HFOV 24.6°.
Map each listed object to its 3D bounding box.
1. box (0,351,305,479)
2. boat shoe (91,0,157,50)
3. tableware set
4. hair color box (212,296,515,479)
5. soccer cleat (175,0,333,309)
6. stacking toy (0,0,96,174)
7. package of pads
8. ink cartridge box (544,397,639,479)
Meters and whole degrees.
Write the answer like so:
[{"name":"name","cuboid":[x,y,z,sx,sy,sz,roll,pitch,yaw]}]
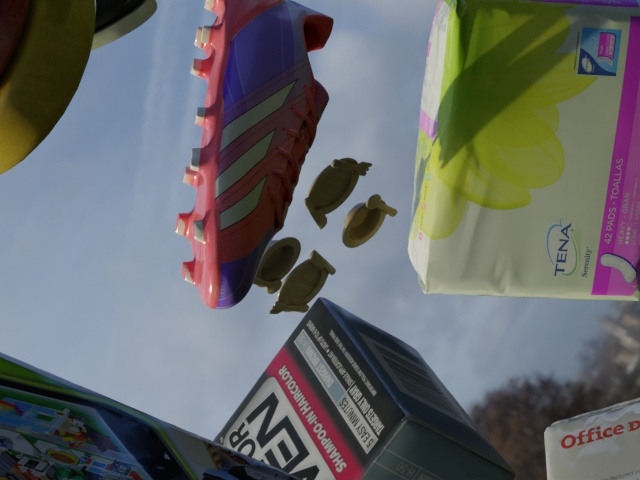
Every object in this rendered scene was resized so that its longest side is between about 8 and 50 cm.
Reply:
[{"name":"box","cuboid":[-0.090,0.066,0.367,0.114,0.207,0.036,-50,-18,-74]},{"name":"boat shoe","cuboid":[-0.347,-0.231,1.577,0.340,0.127,0.113,-24,-54,-7]},{"name":"tableware set","cuboid":[0.000,0.000,1.345,0.169,0.020,0.141,-50,-30,4]},{"name":"hair color box","cuboid":[-0.040,0.250,1.095,0.374,0.113,0.185,-55,30,10]},{"name":"soccer cleat","cuboid":[-0.038,-0.065,0.935,0.083,0.095,0.248,110,164,-52]},{"name":"stacking toy","cuboid":[-0.136,-0.213,0.607,0.279,0.309,0.130,-29,-31,24]},{"name":"package of pads","cuboid":[0.205,-0.089,1.384,0.101,0.229,0.297,-101,15,-71]},{"name":"ink cartridge box","cuboid":[0.281,0.248,1.222,0.092,0.160,0.219,44,-143,-40]}]
